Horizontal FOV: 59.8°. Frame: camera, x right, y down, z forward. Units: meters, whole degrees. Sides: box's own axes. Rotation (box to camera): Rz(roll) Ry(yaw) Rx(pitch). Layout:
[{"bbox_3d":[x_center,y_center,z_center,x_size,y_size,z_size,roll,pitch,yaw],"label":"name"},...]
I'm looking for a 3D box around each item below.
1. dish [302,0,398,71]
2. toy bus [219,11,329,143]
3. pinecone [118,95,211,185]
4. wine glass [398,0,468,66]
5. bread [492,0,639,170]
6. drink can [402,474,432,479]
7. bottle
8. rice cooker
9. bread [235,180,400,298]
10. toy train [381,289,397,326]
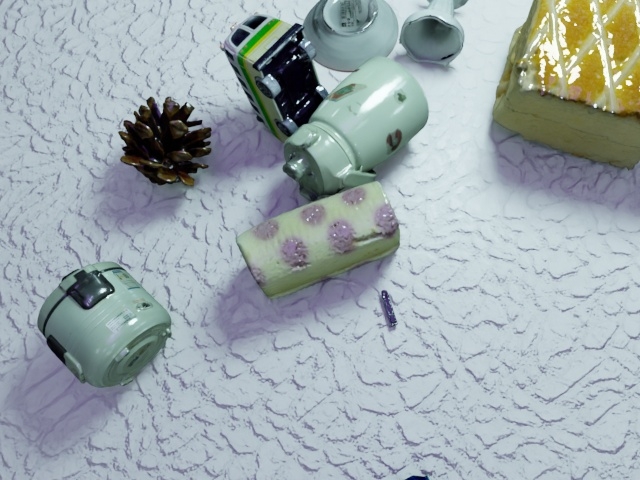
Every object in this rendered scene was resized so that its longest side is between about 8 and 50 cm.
[{"bbox_3d":[0.077,-0.576,1.458,0.260,0.085,0.260,-1,72,3],"label":"dish"},{"bbox_3d":[-0.098,-0.362,1.289,0.179,0.305,0.143,35,77,27],"label":"toy bus"},{"bbox_3d":[-0.363,-0.235,1.314,0.229,0.202,0.201,35,86,35],"label":"pinecone"},{"bbox_3d":[0.302,-0.566,1.406,0.165,0.165,0.196,18,68,10],"label":"wine glass"},{"bbox_3d":[0.617,-0.399,1.260,0.371,0.279,0.390,17,73,7],"label":"bread"},{"bbox_3d":[0.140,0.537,1.065,0.205,0.118,0.118,-26,72,-4],"label":"drink can"},{"bbox_3d":[0.064,-0.228,1.266,0.229,0.229,0.352,40,71,15],"label":"bottle"},{"bbox_3d":[-0.459,0.171,1.175,0.226,0.226,0.244,-44,75,-10],"label":"rice cooker"},{"bbox_3d":[0.000,0.000,1.220,0.338,0.187,0.155,-22,71,-2],"label":"bread"},{"bbox_3d":[0.153,0.151,1.245,0.017,0.017,0.083,-14,72,-3],"label":"toy train"}]
